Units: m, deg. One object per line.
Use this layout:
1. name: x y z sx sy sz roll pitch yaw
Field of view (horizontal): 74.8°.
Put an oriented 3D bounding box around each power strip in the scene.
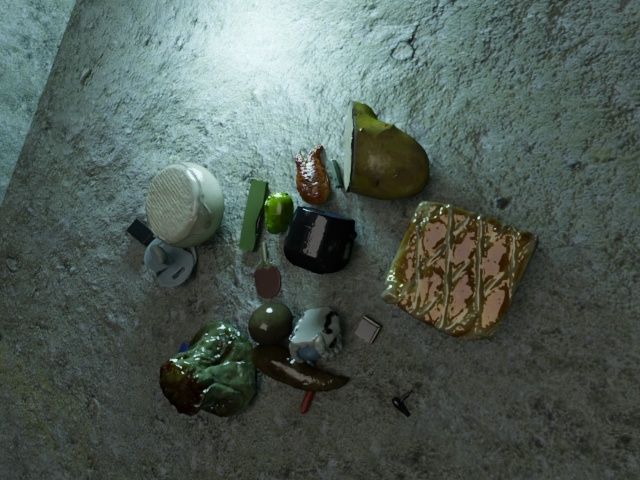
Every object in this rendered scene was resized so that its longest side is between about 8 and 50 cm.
1. power strip: 0.062 -0.270 1.664 0.019 0.051 0.136 -20 75 30

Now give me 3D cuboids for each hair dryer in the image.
1. hair dryer: 0.302 0.567 1.473 0.079 0.031 0.083 44 95 12

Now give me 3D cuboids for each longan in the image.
1. longan: -0.200 0.329 1.663 0.159 0.185 0.204 59 155 -6

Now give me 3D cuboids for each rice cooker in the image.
1. rice cooker: 0.000 0.000 1.559 0.267 0.267 0.224 16 98 26

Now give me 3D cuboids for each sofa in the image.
1. sofa: -0.887 -0.037 2.094 0.147 0.060 0.085 32 82 25

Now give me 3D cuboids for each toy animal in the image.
1. toy animal: -0.011 0.363 1.560 0.204 0.208 0.156 -14 114 22

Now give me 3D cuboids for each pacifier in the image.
1. pacifier: -0.703 0.068 1.909 0.227 0.207 0.279 -44 67 -4

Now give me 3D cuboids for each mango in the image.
1. mango: -0.172 -0.113 1.731 0.119 0.100 0.178 17 96 19

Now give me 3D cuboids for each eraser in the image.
1. eraser: -0.616 0.511 1.913 0.063 0.027 0.085 23 95 27

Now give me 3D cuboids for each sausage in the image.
1. sausage: -0.050 0.617 1.628 0.034 0.034 0.129 23 95 26

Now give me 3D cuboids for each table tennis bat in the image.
1. table tennis bat: -0.232 0.128 1.778 0.131 0.022 0.234 -11 81 25

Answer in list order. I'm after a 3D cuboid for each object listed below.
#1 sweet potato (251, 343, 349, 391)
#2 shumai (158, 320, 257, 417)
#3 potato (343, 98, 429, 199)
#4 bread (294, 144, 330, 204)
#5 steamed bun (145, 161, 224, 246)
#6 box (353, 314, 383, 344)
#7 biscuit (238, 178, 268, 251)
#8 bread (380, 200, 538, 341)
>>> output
1. sweet potato: -0.100 0.497 1.616 0.422 0.130 0.131 14 90 25
2. shumai: -0.467 0.532 1.679 0.324 0.323 0.397 -30 73 22
3. potato: 0.234 -0.311 1.523 0.296 0.290 0.397 5 45 -1
4. bread: -0.039 -0.263 1.688 0.139 0.095 0.269 -15 74 16
5. steamed bun: -0.576 -0.153 1.848 0.374 0.241 0.374 -1 88 28
6. box: 0.176 0.331 1.551 0.079 0.035 0.083 30 97 25
7. biscuit: -0.288 -0.107 1.820 0.099 0.038 0.323 9 89 29
8. bread: 0.435 0.086 1.325 0.371 0.279 0.390 26 93 24
